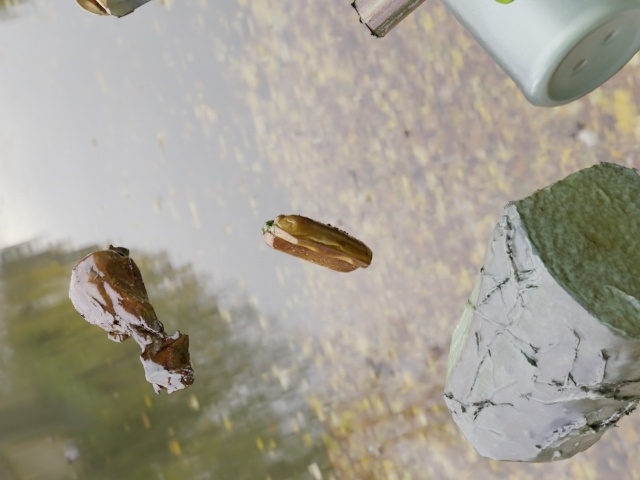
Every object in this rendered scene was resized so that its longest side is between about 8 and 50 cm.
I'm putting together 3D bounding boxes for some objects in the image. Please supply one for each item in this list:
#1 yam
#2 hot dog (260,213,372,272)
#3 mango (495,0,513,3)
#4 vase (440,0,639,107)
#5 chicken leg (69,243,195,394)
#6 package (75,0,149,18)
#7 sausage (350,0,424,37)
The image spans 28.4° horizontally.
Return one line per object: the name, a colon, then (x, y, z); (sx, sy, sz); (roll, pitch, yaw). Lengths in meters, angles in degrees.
yam: (0.229, 0.086, 1.192); (0.201, 0.202, 0.271); (55, 144, 17)
hot dog: (0.000, 0.000, 1.107); (0.049, 0.122, 0.037); (-11, 69, 42)
mango: (0.182, -0.278, 1.221); (0.073, 0.056, 0.108); (-70, -16, -47)
vase: (0.241, -0.315, 1.471); (0.291, 0.245, 0.245); (53, 154, 23)
chicken leg: (-0.254, 0.101, 1.709); (0.304, 0.093, 0.113); (40, 103, 45)
package: (-0.198, -0.397, 1.571); (0.221, 0.311, 0.165); (24, 135, 32)
sausage: (0.190, -0.411, 1.697); (0.371, 0.082, 0.082); (-36, 69, 33)
